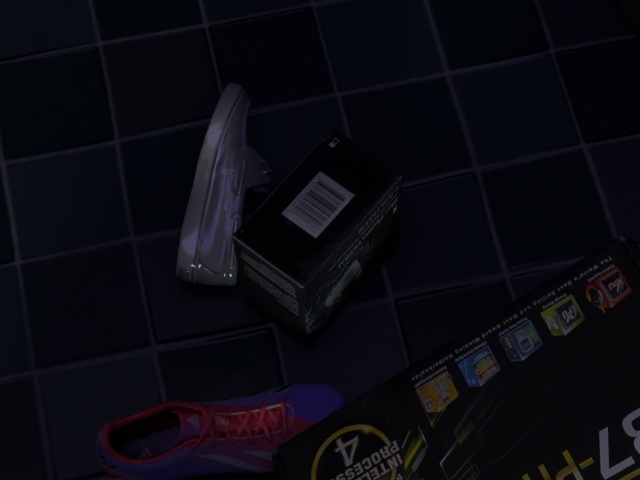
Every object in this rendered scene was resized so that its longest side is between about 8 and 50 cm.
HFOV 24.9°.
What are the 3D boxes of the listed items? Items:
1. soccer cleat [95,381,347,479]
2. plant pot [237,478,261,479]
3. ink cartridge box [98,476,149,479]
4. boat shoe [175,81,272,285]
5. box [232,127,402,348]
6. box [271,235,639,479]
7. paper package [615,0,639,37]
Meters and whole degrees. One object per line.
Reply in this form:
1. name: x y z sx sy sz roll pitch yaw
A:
1. soccer cleat: -0.094 0.183 1.395 0.248 0.095 0.083 -11 65 -4
2. plant pot: -0.069 0.278 1.349 0.134 0.095 0.134 0 64 1
3. ink cartridge box: -0.191 0.349 1.268 0.172 0.100 0.237 43 97 18
4. boat shoe: -0.093 -0.056 1.526 0.081 0.079 0.228 13 70 -3
5. box: 0.000 0.000 1.445 0.093 0.158 0.156 36 70 17
6. box: 0.183 0.228 1.269 0.395 0.097 0.318 -32 57 11
7. paper package: 0.532 -0.265 1.562 0.324 0.168 0.309 -24 65 -10
